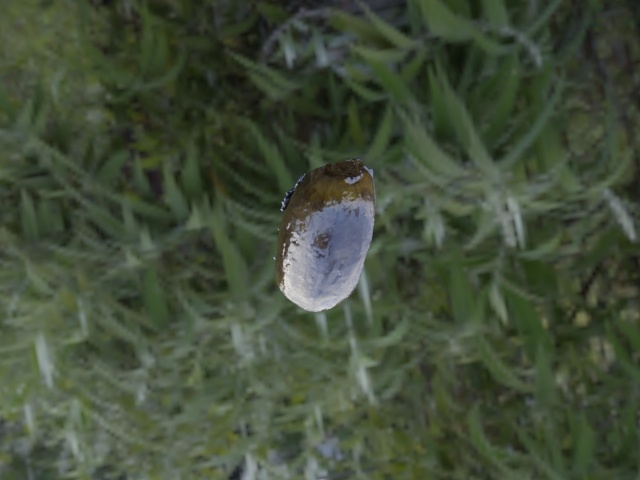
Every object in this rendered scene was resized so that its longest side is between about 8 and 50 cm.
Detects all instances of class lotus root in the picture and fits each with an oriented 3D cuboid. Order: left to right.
[{"bbox_3d":[0.001,0.002,0.602,0.037,0.030,0.083,2,136,-14],"label":"lotus root"}]
